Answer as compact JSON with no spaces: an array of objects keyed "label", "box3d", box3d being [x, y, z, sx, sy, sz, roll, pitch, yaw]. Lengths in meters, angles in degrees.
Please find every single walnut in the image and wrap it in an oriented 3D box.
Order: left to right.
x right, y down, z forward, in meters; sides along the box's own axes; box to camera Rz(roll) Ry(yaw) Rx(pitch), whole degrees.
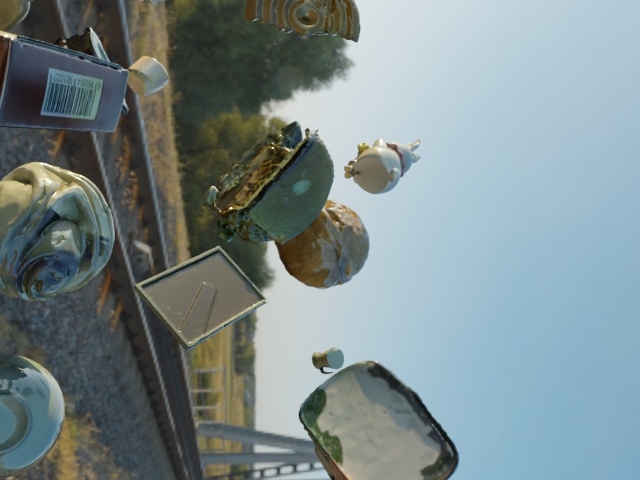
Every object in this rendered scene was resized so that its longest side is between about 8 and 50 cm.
[{"label":"walnut","box3d":[0.000,0.000,1.586,0.257,0.225,0.257,58,-12,21]}]

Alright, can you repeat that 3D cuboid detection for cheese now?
[{"label":"cheese","box3d":[-0.561,-0.448,1.166,0.037,0.192,0.097,-72,146,-43]}]

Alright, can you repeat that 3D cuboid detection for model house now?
[{"label":"model house","box3d":[-0.497,-0.326,1.282,0.106,0.152,0.165,107,-38,-82]},{"label":"model house","box3d":[0.105,0.411,1.199,0.271,0.190,0.300,43,-25,29]}]

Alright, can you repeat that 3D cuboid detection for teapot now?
[{"label":"teapot","box3d":[0.015,0.310,1.626,0.083,0.057,0.067,-18,-111,48]}]

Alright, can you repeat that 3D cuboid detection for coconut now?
[{"label":"coconut","box3d":[-0.559,-0.538,2.059,0.122,0.116,0.116,-50,164,-32]}]

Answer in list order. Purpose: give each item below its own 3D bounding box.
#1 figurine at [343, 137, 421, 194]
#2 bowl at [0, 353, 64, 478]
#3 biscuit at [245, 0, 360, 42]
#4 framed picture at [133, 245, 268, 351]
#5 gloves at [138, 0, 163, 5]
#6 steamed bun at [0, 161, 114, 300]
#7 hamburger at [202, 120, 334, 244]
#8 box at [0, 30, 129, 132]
[{"label":"figurine","box3d":[0.178,-0.216,1.719,0.235,0.155,0.127,-42,121,-52]},{"label":"bowl","box3d":[-0.723,0.406,1.423,0.146,0.289,0.289,-12,-104,62]},{"label":"biscuit","box3d":[-0.024,-0.453,1.190,0.033,0.224,0.144,171,-73,-72]},{"label":"framed picture","box3d":[-0.346,0.161,1.881,0.247,0.335,0.022,46,-48,13]},{"label":"gloves","box3d":[-0.292,-0.502,1.158,0.153,0.114,0.070,-55,159,-15]},{"label":"steamed bun","box3d":[-0.640,0.014,1.442,0.237,0.394,0.346,37,-54,37]},{"label":"hamburger","box3d":[-0.095,-0.097,1.313,0.168,0.288,0.192,39,-8,41]},{"label":"box","box3d":[-0.551,-0.273,0.961,0.344,0.386,0.122,-48,154,-79]}]
